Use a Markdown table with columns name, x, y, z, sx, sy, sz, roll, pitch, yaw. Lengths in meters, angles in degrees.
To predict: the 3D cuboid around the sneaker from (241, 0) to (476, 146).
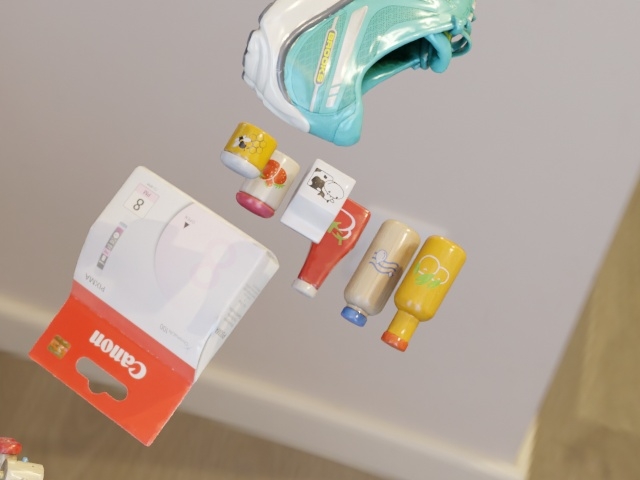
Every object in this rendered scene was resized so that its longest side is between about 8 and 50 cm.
| name | x | y | z | sx | sy | sz | roll | pitch | yaw |
| --- | --- | --- | --- | --- | --- | --- | --- | --- | --- |
| sneaker | 0.065 | -0.169 | 1.201 | 0.110 | 0.107 | 0.275 | 40 | 69 | 11 |

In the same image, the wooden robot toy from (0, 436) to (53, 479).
| name | x | y | z | sx | sy | sz | roll | pitch | yaw |
| --- | --- | --- | --- | --- | --- | --- | --- | --- | --- |
| wooden robot toy | -0.237 | 0.208 | 1.416 | 0.079 | 0.076 | 0.173 | 13 | -2 | -21 |

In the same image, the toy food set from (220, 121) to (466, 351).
| name | x | y | z | sx | sy | sz | roll | pitch | yaw |
| --- | --- | --- | --- | --- | --- | --- | --- | --- | --- |
| toy food set | 0.000 | 0.000 | 1.517 | 0.232 | 0.111 | 0.104 | 31 | 82 | -6 |

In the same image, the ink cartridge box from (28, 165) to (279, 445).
| name | x | y | z | sx | sy | sz | roll | pitch | yaw |
| --- | --- | --- | --- | --- | --- | --- | --- | --- | --- |
| ink cartridge box | -0.181 | 0.064 | 1.768 | 0.189 | 0.066 | 0.232 | 33 | 80 | 26 |
